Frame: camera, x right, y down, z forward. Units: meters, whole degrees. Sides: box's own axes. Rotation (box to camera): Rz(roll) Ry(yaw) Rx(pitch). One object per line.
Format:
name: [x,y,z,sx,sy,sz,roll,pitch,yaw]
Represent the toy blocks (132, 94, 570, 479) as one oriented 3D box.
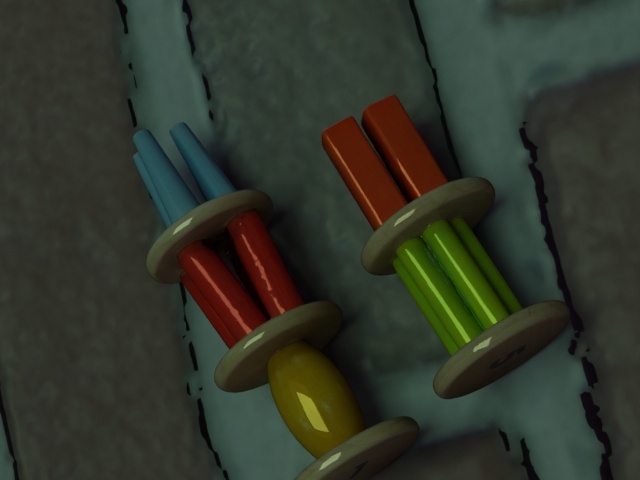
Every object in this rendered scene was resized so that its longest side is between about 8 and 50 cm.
toy blocks: [0.000,0.000,0.593,0.123,0.054,0.148,-40,71,21]
